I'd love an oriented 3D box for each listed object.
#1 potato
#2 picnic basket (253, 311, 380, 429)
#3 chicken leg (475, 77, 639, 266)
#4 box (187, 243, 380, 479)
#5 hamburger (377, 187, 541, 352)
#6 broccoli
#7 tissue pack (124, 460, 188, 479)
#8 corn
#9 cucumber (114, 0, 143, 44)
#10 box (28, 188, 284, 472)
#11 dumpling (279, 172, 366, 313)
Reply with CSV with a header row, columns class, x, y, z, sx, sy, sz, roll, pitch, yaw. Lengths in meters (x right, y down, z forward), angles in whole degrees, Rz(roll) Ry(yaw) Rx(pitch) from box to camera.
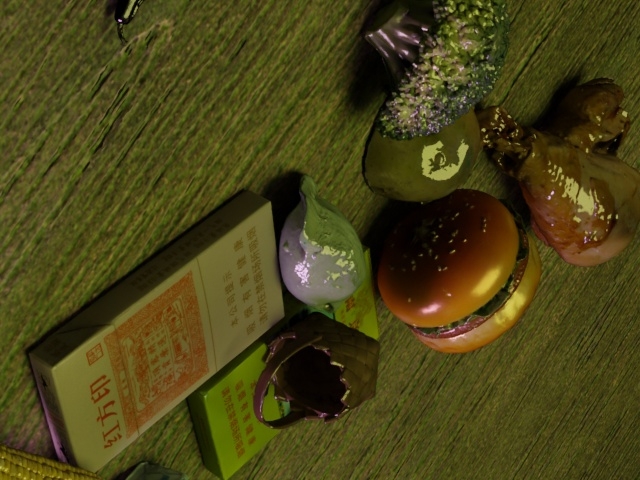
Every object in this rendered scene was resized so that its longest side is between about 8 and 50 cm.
class,x,y,z,sx,sy,sz,roll,pitch,yaw
potato,0.161,-0.133,2.191,0.182,0.117,0.202,30,90,-55
picnic basket,-0.018,0.179,2.065,0.178,0.138,0.128,-22,127,-47
chicken leg,0.373,-0.142,2.470,0.409,0.182,0.295,29,80,-42
box,-0.045,0.162,2.188,0.335,0.047,0.187,-41,142,-29
hamburger,0.183,0.029,2.244,0.170,0.246,0.246,43,77,-39
broccoli,0.150,-0.241,2.049,0.176,0.226,0.198,60,14,-15
tissue pack,-0.242,0.441,2.057,0.177,0.089,0.263,-47,151,-54
corn,-0.336,0.288,1.807,0.244,0.093,0.093,28,90,-44
cucumber,-0.184,-0.287,1.672,0.163,0.043,0.039,-60,-170,3
box,-0.190,0.113,1.944,0.365,0.051,0.204,-38,141,-31
dumpling,0.012,0.008,2.059,0.219,0.108,0.152,78,32,-58
